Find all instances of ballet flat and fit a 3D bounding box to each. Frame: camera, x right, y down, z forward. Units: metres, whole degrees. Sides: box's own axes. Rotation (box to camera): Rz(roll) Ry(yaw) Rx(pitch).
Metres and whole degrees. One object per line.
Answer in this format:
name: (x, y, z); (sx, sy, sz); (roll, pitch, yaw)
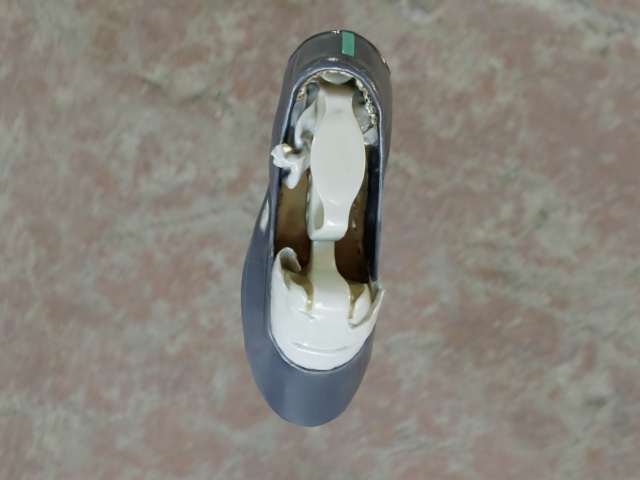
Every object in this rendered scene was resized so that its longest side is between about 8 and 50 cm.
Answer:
ballet flat: (0.000, 0.000, 0.926); (0.074, 0.074, 0.203); (3, 102, -13)
